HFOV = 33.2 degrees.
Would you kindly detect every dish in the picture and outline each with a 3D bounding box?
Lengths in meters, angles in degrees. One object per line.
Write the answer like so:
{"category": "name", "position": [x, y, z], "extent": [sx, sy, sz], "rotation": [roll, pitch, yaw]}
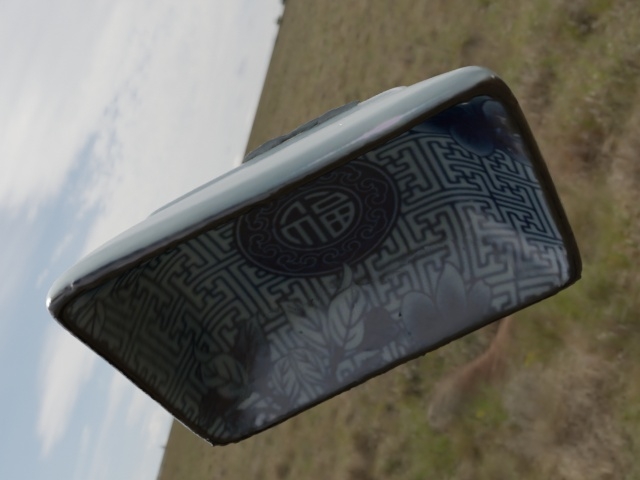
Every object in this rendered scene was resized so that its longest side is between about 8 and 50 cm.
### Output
{"category": "dish", "position": [0.000, 0.000, 0.573], "extent": [0.182, 0.243, 0.080], "rotation": [53, -167, -49]}
